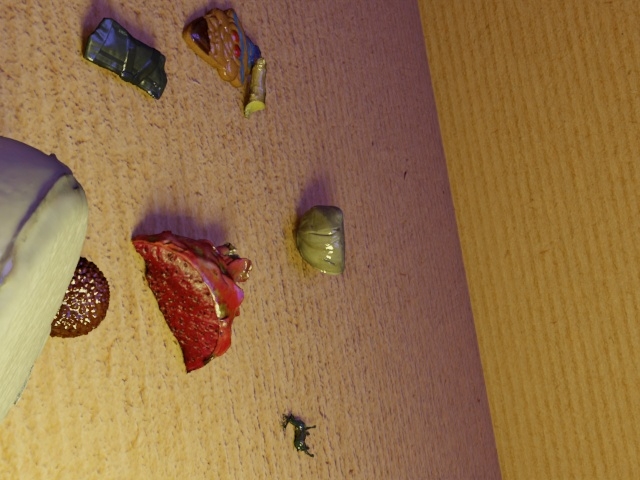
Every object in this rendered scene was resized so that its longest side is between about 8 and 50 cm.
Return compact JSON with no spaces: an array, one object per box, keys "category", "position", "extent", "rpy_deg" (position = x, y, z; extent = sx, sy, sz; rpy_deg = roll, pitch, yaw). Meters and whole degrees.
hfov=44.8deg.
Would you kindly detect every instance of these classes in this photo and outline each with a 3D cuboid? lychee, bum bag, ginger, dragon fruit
[{"category":"lychee","position":[-0.363,0.077,1.083],"extent":[0.129,0.123,0.123],"rpy_deg":[-5,82,-34]},{"category":"bum bag","position":[-0.339,-0.320,1.367],"extent":[0.197,0.049,0.087],"rpy_deg":[25,81,-58]},{"category":"ginger","position":[-0.139,-0.337,1.727],"extent":[0.057,0.044,0.137],"rpy_deg":[19,77,-58]},{"category":"dragon fruit","position":[-0.196,0.071,1.382],"extent":[0.262,0.134,0.211],"rpy_deg":[68,25,-18]}]

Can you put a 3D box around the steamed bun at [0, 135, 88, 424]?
[{"category":"steamed bun","position":[-0.408,0.056,0.801],"extent":[0.241,0.374,0.374],"rpy_deg":[20,50,-10]}]

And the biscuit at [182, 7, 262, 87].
[{"category":"biscuit","position":[-0.204,-0.426,1.683],"extent":[0.280,0.043,0.183],"rpy_deg":[-2,79,-66]}]

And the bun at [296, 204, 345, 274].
[{"category":"bun","position":[0.000,0.000,1.804],"extent":[0.173,0.113,0.167],"rpy_deg":[56,31,-80]}]

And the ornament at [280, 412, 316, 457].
[{"category":"ornament","position":[-0.048,0.408,1.638],"extent":[0.125,0.028,0.073],"rpy_deg":[46,40,-48]}]
